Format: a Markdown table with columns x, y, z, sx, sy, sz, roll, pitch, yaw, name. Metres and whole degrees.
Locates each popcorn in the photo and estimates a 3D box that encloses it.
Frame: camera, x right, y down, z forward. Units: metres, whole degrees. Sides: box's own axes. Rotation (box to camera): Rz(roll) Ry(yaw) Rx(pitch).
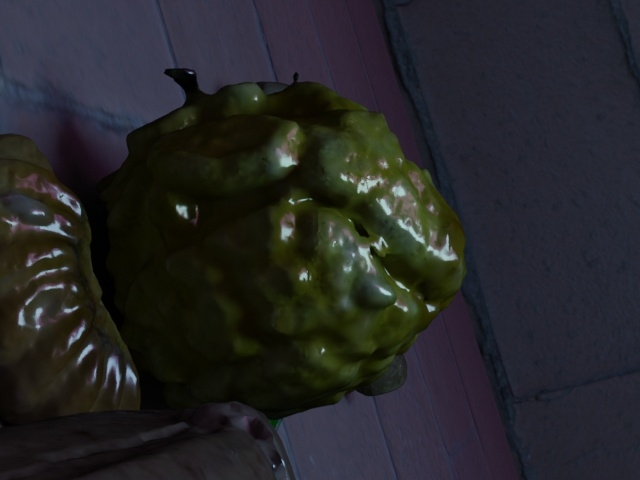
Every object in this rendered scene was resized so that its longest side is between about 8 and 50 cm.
| x | y | z | sx | sy | sz | roll | pitch | yaw | name |
| --- | --- | --- | --- | --- | --- | --- | --- | --- | --- |
| -0.031 | 0.001 | 0.903 | 0.225 | 0.249 | 0.249 | 62 | 8 | 18 | popcorn |

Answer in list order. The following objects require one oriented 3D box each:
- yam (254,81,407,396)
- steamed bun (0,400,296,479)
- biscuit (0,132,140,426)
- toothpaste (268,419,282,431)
| x | y | z | sx | sy | sz | roll | pitch | yaw | name |
| --- | --- | --- | --- | --- | --- | --- | --- | --- | --- |
| 0.000 | 0.000 | 1.392 | 0.081 | 0.081 | 0.357 | -87 | 158 | -60 | yam |
| -0.079 | 0.166 | 0.465 | 0.301 | 0.199 | 0.252 | 8 | 66 | -78 | steamed bun |
| -0.140 | 0.033 | 0.727 | 0.118 | 0.061 | 0.183 | -42 | 115 | -76 | biscuit |
| -0.063 | 0.145 | 0.955 | 0.058 | 0.056 | 0.314 | 46 | 20 | -9 | toothpaste |
